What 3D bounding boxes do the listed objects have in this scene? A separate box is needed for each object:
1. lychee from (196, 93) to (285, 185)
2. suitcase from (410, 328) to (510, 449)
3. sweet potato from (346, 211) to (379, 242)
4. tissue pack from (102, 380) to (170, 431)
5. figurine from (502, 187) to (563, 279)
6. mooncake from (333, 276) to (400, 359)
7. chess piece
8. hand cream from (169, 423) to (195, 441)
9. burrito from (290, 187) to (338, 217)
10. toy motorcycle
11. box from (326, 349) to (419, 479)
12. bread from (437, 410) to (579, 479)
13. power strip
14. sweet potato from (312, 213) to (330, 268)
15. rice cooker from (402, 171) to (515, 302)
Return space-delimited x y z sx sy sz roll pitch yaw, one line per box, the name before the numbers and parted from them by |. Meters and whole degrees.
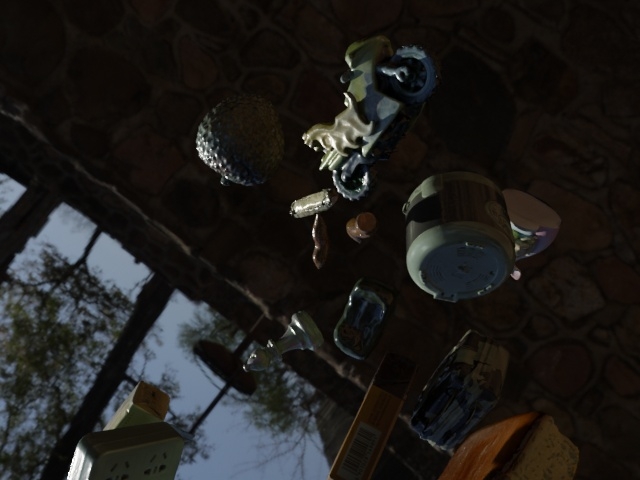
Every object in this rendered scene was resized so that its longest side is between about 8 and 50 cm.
lychee | -0.221 -0.284 1.699 0.255 0.274 0.255 29 -174 -3
suitcase | 0.432 0.490 1.852 0.194 0.352 0.339 33 -145 9
sweet potato | 0.105 -0.034 1.527 0.067 0.059 0.281 23 176 -3
tissue pack | -0.582 0.575 1.840 0.125 0.234 0.159 35 -174 -14
figurine | 0.524 -0.004 1.805 0.284 0.206 0.316 6 137 -6
mooncake | 0.096 0.165 1.275 0.104 0.175 0.168 27 157 7
chess piece | -0.135 0.351 1.966 0.139 0.271 0.139 54 164 24
hand cream | -0.511 0.547 1.591 0.124 0.340 0.078 54 -160 -49
burrito | -0.014 -0.080 1.321 0.041 0.045 0.185 17 166 -28
toy motorcycle | 0.109 -0.295 1.388 0.168 0.410 0.237 -17 -124 -46
box | 0.158 0.561 1.820 0.115 0.415 0.264 24 157 11
bread | 0.326 0.514 1.170 0.143 0.323 0.333 39 153 8
power strip | -0.453 0.537 1.329 0.141 0.261 0.229 25 -168 40
sweet potato | 0.002 -0.001 1.959 0.051 0.065 0.218 20 128 30
rice cooker | 0.361 -0.015 1.555 0.288 0.288 0.277 40 -143 -27
